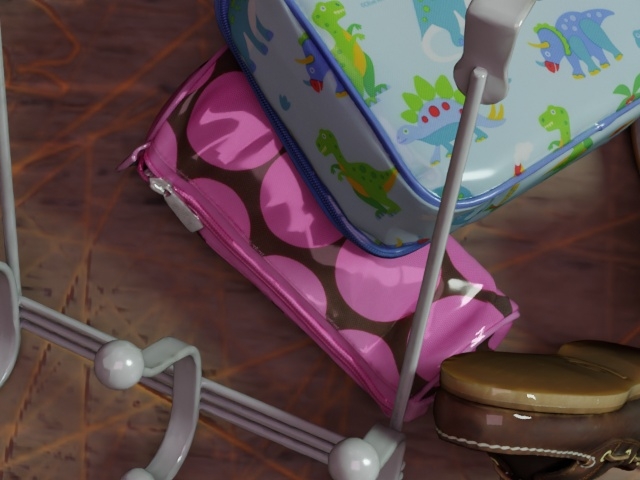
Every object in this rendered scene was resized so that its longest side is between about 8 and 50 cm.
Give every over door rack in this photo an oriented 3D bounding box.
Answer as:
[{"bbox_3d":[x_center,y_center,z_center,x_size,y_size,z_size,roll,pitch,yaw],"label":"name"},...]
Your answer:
[{"bbox_3d":[-0.061,-0.004,0.628,0.239,0.108,0.324,22,125,13],"label":"over door rack"}]

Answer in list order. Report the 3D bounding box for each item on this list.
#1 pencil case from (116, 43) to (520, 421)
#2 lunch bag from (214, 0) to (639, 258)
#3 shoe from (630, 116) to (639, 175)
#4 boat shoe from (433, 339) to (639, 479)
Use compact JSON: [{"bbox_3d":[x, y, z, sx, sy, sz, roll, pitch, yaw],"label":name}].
[{"bbox_3d":[0.000,0.000,0.746,0.209,0.095,0.098,42,49,1],"label":"pencil case"},{"bbox_3d":[0.069,-0.107,0.723,0.219,0.090,0.176,-31,85,-31],"label":"lunch bag"},{"bbox_3d":[0.235,0.000,0.780,0.076,0.058,0.219,-26,89,-6],"label":"shoe"},{"bbox_3d":[0.116,0.091,0.705,0.073,0.207,0.073,19,98,34],"label":"boat shoe"}]
